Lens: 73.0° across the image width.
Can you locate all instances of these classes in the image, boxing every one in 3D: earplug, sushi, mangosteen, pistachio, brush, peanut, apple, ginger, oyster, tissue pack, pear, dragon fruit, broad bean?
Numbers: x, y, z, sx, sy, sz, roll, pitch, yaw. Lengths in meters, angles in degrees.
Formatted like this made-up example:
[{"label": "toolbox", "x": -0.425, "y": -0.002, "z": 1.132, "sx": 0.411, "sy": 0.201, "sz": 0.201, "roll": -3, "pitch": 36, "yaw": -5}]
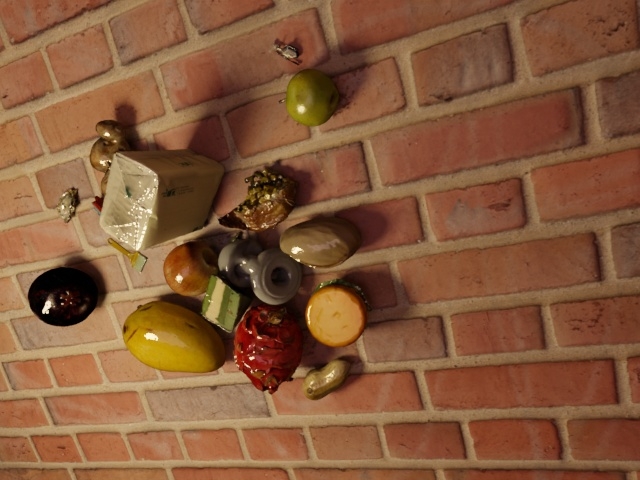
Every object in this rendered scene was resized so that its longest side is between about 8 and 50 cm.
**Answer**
[{"label": "earplug", "x": -0.225, "y": 0.109, "z": 1.616, "sx": 0.326, "sy": 0.175, "sz": 0.214, "roll": 23, "pitch": 74, "yaw": -2}, {"label": "sushi", "x": -0.214, "y": -0.137, "z": 1.564, "sx": 0.297, "sy": 0.166, "sz": 0.179, "roll": -22, "pitch": 121, "yaw": 28}, {"label": "mangosteen", "x": -1.132, "y": 0.238, "z": 1.906, "sx": 0.288, "sy": 0.287, "sz": 0.233, "roll": 27, "pitch": 102, "yaw": 8}, {"label": "pistachio", "x": 0.000, "y": 0.000, "z": 1.530, "sx": 0.288, "sy": 0.166, "sz": 0.197, "roll": 4, "pitch": 69, "yaw": 14}, {"label": "brush", "x": -0.849, "y": 0.054, "z": 1.884, "sx": 0.205, "sy": 0.011, "sz": 0.083, "roll": 34, "pitch": 113, "yaw": 6}, {"label": "peanut", "x": 0.021, "y": 0.543, "z": 1.708, "sx": 0.236, "sy": 0.110, "sz": 0.120, "roll": -41, "pitch": 77, "yaw": 21}, {"label": "apple", "x": -0.498, "y": 0.110, "z": 1.684, "sx": 0.188, "sy": 0.211, "sz": 0.211, "roll": -30, "pitch": 95, "yaw": 22}, {"label": "ginger", "x": -0.787, "y": -0.308, "z": 1.681, "sx": 0.245, "sy": 0.155, "sz": 0.304, "roll": -32, "pitch": 95, "yaw": 24}, {"label": "oyster", "x": -1.096, "y": -0.146, "z": 1.878, "sx": 0.165, "sy": 0.053, "sz": 0.108, "roll": -51, "pitch": 61, "yaw": 30}, {"label": "tissue pack", "x": -0.551, "y": -0.159, "z": 1.534, "sx": 0.207, "sy": 0.380, "sz": 0.297, "roll": 29, "pitch": 113, "yaw": 12}, {"label": "pear", "x": -0.048, "y": -0.469, "z": 1.420, "sx": 0.216, "sy": 0.166, "sz": 0.180, "roll": 19, "pitch": 125, "yaw": 34}, {"label": "dragon fruit", "x": -0.196, "y": 0.396, "z": 1.648, "sx": 0.278, "sy": 0.277, "sz": 0.342, "roll": 20, "pitch": 115, "yaw": 11}, {"label": "broad bean", "x": -0.333, "y": 0.077, "z": 1.718, "sx": 0.069, "sy": 0.039, "sz": 0.226, "roll": 4, "pitch": 106, "yaw": 10}]

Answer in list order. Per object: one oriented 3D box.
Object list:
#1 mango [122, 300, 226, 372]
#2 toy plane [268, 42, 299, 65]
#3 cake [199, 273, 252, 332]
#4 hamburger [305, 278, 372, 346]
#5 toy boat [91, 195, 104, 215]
[{"label": "mango", "x": -0.605, "y": 0.423, "z": 1.806, "sx": 0.445, "sy": 0.220, "sz": 0.301, "roll": 26, "pitch": 109, "yaw": 5}, {"label": "toy plane", "x": -0.117, "y": -0.634, "z": 1.452, "sx": 0.121, "sy": 0.031, "sz": 0.049, "roll": 29, "pitch": 120, "yaw": 4}, {"label": "cake", "x": -0.339, "y": 0.191, "z": 1.645, "sx": 0.158, "sy": 0.172, "sz": 0.283, "roll": 30, "pitch": 138, "yaw": 4}, {"label": "hamburger", "x": 0.070, "y": 0.259, "z": 1.578, "sx": 0.246, "sy": 0.170, "sz": 0.245, "roll": 1, "pitch": 93, "yaw": 13}, {"label": "toy boat", "x": -0.885, "y": -0.115, "z": 1.816, "sx": 0.173, "sy": 0.069, "sz": 0.058, "roll": 38, "pitch": 133, "yaw": 5}]
